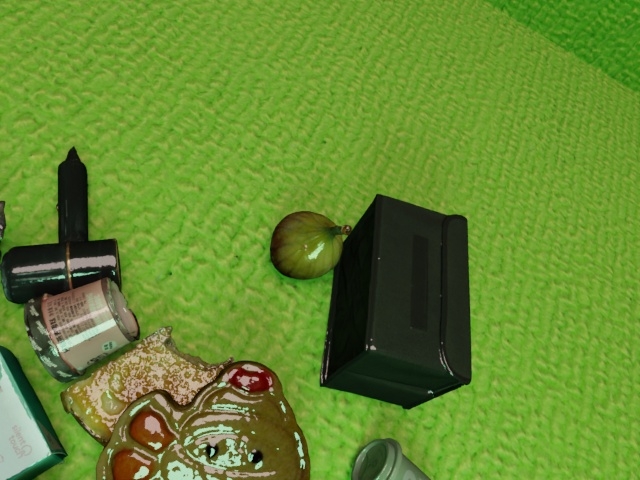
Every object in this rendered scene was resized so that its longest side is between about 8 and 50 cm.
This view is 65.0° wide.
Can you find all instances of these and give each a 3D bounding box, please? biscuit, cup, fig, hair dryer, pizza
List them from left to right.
[{"bbox_3d":[-0.497,-0.046,0.968,0.189,0.107,0.352,-6,58,-21],"label":"hair dryer"},{"bbox_3d":[-0.262,0.279,0.874,0.324,0.089,0.223,29,65,-6],"label":"pizza"},{"bbox_3d":[-0.168,0.380,0.799,0.359,0.074,0.380,18,82,-15],"label":"biscuit"},{"bbox_3d":[0.000,0.014,1.049,0.160,0.231,0.143,-31,117,-36],"label":"fig"},{"bbox_3d":[0.139,0.448,0.926,0.141,0.120,0.120,43,56,-11],"label":"cup"}]

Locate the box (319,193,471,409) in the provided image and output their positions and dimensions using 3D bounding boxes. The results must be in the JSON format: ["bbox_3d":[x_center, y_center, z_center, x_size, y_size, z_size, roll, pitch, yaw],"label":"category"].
[{"bbox_3d":[0.147,0.129,1.011,0.205,0.251,0.344,15,58,-12],"label":"box"}]

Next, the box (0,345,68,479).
[{"bbox_3d":[-0.570,0.317,0.723,0.312,0.118,0.205,-28,77,-30],"label":"box"}]

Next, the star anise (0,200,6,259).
[{"bbox_3d":[-0.602,0.051,0.812,0.129,0.212,0.282,18,65,-26],"label":"star anise"}]

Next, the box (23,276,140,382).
[{"bbox_3d":[-0.392,0.140,0.845,0.135,0.151,0.151,-25,74,-14],"label":"box"}]
